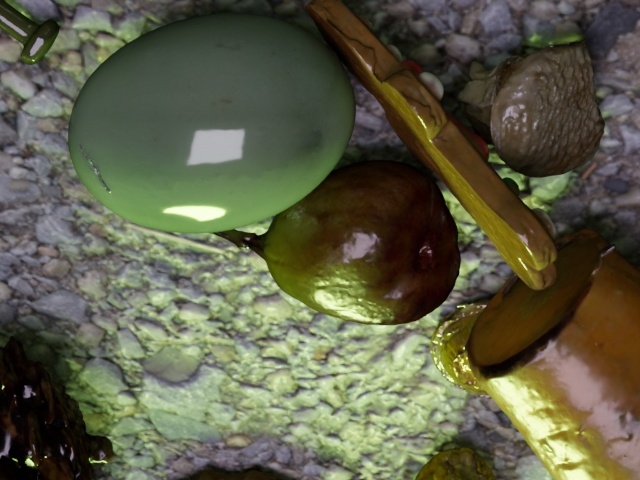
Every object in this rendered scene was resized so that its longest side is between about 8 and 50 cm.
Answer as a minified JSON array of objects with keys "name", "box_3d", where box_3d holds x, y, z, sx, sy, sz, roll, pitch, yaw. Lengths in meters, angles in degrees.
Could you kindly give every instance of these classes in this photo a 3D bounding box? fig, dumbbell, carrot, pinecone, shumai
[{"name":"fig","box_3d":[-0.001,0.001,1.653,0.274,0.145,0.170,3,137,27]},{"name":"dumbbell","box_3d":[-0.315,-0.224,1.636,0.118,0.046,0.052,36,116,-9]},{"name":"carrot","box_3d":[0.313,0.173,1.627,0.340,0.224,0.224,44,120,-14]},{"name":"pinecone","box_3d":[-0.377,0.245,1.815,0.295,0.242,0.298,6,126,7]},{"name":"shumai","box_3d":[0.189,-0.132,1.549,0.116,0.145,0.146,29,136,47]}]

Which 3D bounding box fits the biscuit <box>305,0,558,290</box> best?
[{"name":"biscuit","box_3d":[0.109,-0.102,1.526,0.047,0.216,0.340,-39,77,-3]}]

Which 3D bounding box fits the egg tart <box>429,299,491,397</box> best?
[{"name":"egg tart","box_3d":[0.177,0.122,1.730,0.128,0.049,0.129,6,123,9]}]

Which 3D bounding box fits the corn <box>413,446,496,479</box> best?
[{"name":"corn","box_3d":[0.099,0.383,1.867,0.120,0.120,0.363,21,118,0]}]

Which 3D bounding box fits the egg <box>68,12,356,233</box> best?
[{"name":"egg","box_3d":[-0.104,-0.109,1.562,0.282,0.203,0.203,-10,118,16]}]

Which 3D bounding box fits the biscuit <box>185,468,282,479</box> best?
[{"name":"biscuit","box_3d":[-0.107,0.340,1.934,0.215,0.034,0.182,1,120,15]}]
